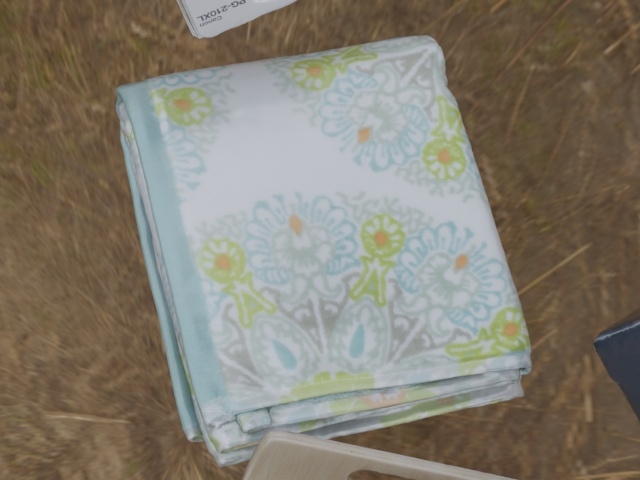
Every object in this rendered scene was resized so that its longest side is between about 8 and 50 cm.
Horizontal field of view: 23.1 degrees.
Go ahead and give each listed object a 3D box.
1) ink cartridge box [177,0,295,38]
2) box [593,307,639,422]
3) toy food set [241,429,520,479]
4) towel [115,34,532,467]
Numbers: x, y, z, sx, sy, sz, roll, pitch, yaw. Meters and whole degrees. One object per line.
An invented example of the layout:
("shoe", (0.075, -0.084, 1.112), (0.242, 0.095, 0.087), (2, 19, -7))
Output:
("ink cartridge box", (-0.081, -0.319, 1.390), (0.172, 0.100, 0.237), (-24, 59, -1))
("box", (0.467, 0.097, 1.198), (0.395, 0.212, 0.293), (-28, 86, -26))
("toy food set", (0.052, 0.293, 1.051), (0.219, 0.092, 0.306), (14, 57, -20))
("towel", (0.000, 0.000, 1.440), (0.320, 0.090, 0.374), (-9, 71, -16))
